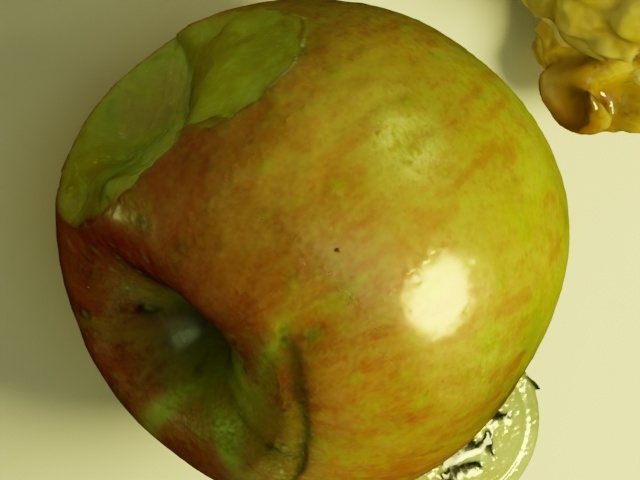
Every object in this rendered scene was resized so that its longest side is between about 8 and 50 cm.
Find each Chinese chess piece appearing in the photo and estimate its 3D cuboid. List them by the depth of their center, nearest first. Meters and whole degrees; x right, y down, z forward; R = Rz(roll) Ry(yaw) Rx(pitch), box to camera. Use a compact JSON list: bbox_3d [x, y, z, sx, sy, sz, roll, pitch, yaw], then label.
[{"bbox_3d":[0.104,0.144,1.435,0.144,0.058,0.144,-4,99,-25],"label":"Chinese chess piece"}]

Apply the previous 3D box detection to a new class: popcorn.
[{"bbox_3d":[0.239,-0.230,1.333,0.225,0.265,0.332,-16,117,-29],"label":"popcorn"}]

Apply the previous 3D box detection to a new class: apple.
[{"bbox_3d":[0.000,0.000,1.219,0.339,0.339,0.340,-4,100,-25],"label":"apple"}]
